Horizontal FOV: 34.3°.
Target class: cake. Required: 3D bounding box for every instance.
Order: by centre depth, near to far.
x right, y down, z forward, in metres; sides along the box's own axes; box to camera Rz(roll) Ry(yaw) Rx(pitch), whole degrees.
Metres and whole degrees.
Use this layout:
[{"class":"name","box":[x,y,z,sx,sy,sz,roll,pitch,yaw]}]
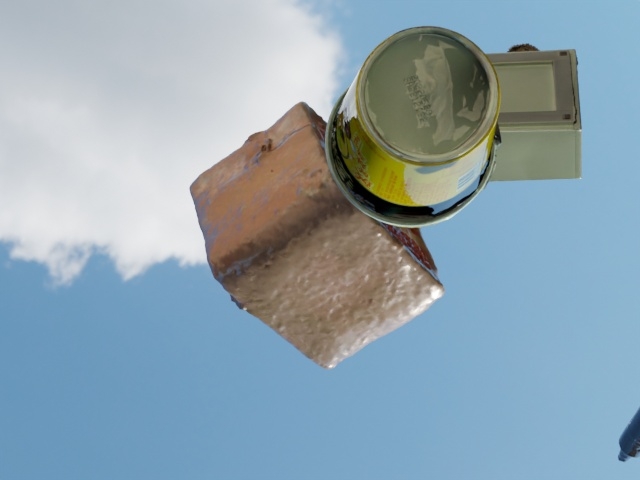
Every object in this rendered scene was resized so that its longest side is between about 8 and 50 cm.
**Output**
[{"class":"cake","box":[0.000,0.000,1.459,0.309,0.230,0.237,41,-159,-35]}]

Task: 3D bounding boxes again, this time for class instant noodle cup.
[{"class":"instant noodle cup","box":[0.112,-0.132,1.163,0.216,0.236,0.215,0,-97,0]}]

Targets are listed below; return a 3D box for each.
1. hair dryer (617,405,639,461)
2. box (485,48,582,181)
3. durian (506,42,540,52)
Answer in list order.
[{"class":"hair dryer","box":[0.362,0.190,1.095,0.070,0.255,0.128,3,-129,-1]},{"class":"box","box":[0.323,-0.215,1.750,0.225,0.117,0.225,-1,-138,11]},{"class":"durian","box":[0.395,-0.345,2.019,0.091,0.080,0.080,-6,-123,-50]}]
